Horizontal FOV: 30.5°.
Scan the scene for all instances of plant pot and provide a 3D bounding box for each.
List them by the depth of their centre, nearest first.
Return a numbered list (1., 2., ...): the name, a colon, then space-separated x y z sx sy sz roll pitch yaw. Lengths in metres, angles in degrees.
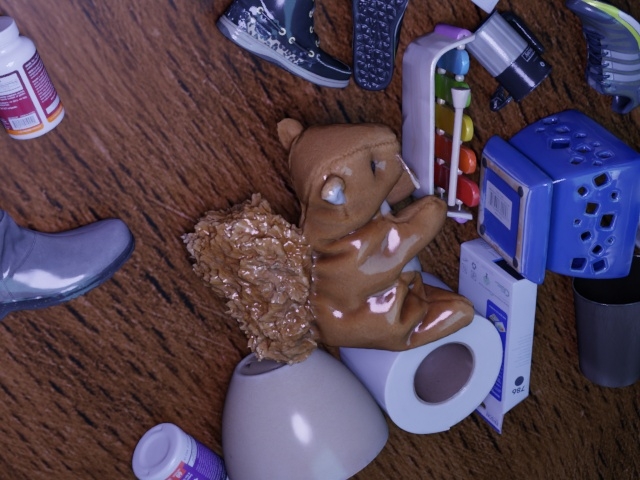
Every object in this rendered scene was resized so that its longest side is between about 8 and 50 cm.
1. plant pot: -0.050 0.278 1.962 0.284 0.284 0.191 -25 106 -17
2. plant pot: 0.404 -0.069 2.051 0.212 0.236 0.236 -11 121 -17

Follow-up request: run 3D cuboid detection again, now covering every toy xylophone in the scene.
1. toy xylophone: 0.199 -0.175 1.868 0.081 0.236 0.323 -7 117 -16

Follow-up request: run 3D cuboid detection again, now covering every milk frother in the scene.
1. milk frother: 0.290 -0.293 1.945 0.135 0.129 0.143 45 122 -5

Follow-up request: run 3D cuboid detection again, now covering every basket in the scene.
1. basket: 0.590 0.167 2.341 0.204 0.154 0.227 -18 127 -19

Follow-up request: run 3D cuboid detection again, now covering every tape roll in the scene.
1. tape roll: 0.178 0.198 2.095 0.246 0.169 0.246 -15 123 -24

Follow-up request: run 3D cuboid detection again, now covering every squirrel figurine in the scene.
1. squirrel figurine: 0.000 0.000 1.789 0.397 0.281 0.370 -24 141 -3

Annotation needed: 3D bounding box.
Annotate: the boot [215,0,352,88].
1. boot: -0.017 -0.337 1.731 0.236 0.085 0.178 21 108 -33

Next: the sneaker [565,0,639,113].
1. sneaker: 0.508 -0.323 2.047 0.121 0.111 0.300 -48 127 6

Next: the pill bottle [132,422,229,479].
1. pill bottle: -0.221 0.400 2.008 0.108 0.108 0.193 -47 129 0

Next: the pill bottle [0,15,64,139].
1. pill bottle: -0.409 -0.218 1.569 0.086 0.086 0.152 -29 127 -14

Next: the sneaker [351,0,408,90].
1. sneaker: 0.087 -0.344 1.800 0.084 0.097 0.235 12 120 2

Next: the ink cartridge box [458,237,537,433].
1. ink cartridge box: 0.319 0.176 2.170 0.065 0.165 0.333 -15 123 -25

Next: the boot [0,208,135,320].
1. boot: -0.439 -0.010 1.655 0.338 0.118 0.223 -27 121 -21

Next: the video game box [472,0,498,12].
1. video game box: 0.246 -0.484 1.830 0.205 0.048 0.187 27 105 -39

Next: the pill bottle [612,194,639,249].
1. pill bottle: 0.722 -0.115 2.238 0.323 0.181 0.181 -43 129 -3
